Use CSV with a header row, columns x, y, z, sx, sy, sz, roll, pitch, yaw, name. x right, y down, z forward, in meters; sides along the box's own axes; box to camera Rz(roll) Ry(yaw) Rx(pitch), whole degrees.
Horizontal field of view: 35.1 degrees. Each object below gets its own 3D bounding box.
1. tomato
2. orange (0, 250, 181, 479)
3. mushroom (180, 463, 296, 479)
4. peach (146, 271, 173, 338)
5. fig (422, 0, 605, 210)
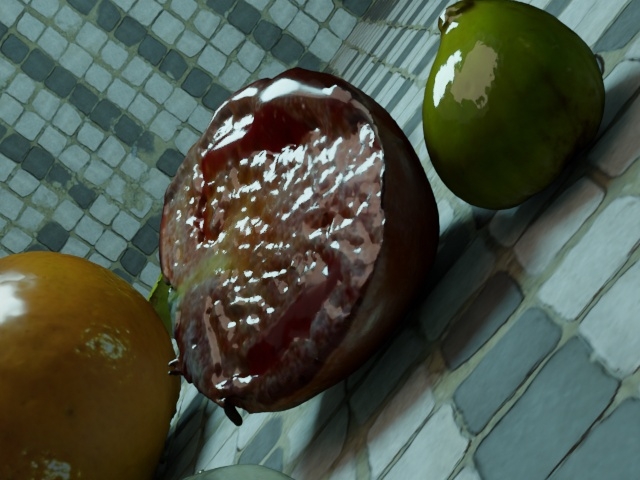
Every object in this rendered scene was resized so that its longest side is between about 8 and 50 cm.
x,y,z,sx,sy,sz,roll,pitch,yaw,name
0.002,0.003,0.845,0.309,0.170,0.309,-17,66,44,tomato
-0.344,0.228,1.229,0.424,0.326,0.424,-54,21,32,orange
-0.062,0.210,0.661,0.351,0.095,0.123,148,137,-67,mushroom
-0.131,0.018,1.410,0.267,0.158,0.154,-61,12,20,peach
0.134,-0.096,0.713,0.136,0.120,0.153,-41,38,32,fig
